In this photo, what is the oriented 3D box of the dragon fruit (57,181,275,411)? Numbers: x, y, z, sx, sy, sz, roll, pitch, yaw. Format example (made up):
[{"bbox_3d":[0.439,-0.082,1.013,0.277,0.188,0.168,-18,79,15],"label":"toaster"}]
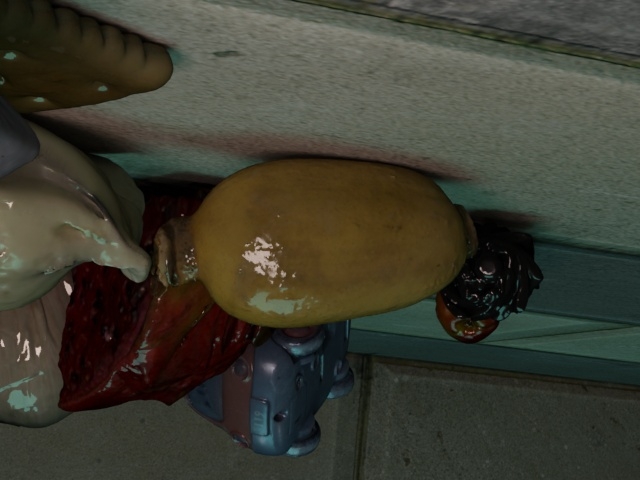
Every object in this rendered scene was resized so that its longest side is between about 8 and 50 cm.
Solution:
[{"bbox_3d":[-0.130,0.017,1.532,0.330,0.240,0.302,-16,161,-47],"label":"dragon fruit"}]

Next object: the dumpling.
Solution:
[{"bbox_3d":[-0.303,-0.046,1.216,0.318,0.187,0.243,6,-153,-7],"label":"dumpling"}]

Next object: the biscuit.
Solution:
[{"bbox_3d":[-0.273,-0.135,0.878,0.217,0.044,0.324,0,170,37],"label":"biscuit"}]

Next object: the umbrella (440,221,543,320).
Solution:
[{"bbox_3d":[0.202,0.036,1.577,0.118,0.118,0.340,3,180,12],"label":"umbrella"}]

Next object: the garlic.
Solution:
[{"bbox_3d":[-0.364,0.077,1.632,0.317,0.259,0.317,2,-154,-1],"label":"garlic"}]

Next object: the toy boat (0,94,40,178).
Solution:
[{"bbox_3d":[-0.306,-0.085,0.775,0.276,0.111,0.293,18,173,-21],"label":"toy boat"}]

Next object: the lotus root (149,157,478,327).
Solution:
[{"bbox_3d":[0.001,0.002,1.229,0.303,0.146,0.131,-3,158,-14],"label":"lotus root"}]

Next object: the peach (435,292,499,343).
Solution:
[{"bbox_3d":[0.207,0.092,1.935,0.100,0.101,0.101,5,171,1],"label":"peach"}]

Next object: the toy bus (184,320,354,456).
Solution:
[{"bbox_3d":[-0.083,0.144,1.900,0.231,0.197,0.294,14,-145,17],"label":"toy bus"}]
